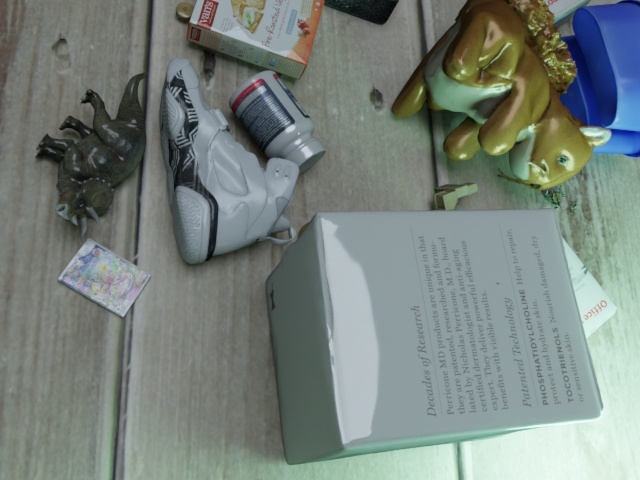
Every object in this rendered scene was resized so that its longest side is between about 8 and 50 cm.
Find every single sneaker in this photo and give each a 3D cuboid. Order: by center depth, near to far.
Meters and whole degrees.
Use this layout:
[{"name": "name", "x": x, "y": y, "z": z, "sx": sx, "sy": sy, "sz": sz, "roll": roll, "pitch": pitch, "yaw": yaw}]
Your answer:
[{"name": "sneaker", "x": -0.162, "y": -0.145, "z": 1.287, "sx": 0.210, "sy": 0.137, "sz": 0.365, "roll": -5, "pitch": 77, "yaw": -20}]

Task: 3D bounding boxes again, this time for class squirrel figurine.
[{"name": "squirrel figurine", "x": 0.402, "y": -0.304, "z": 1.454, "sx": 0.370, "sy": 0.281, "sz": 0.397, "roll": 35, "pitch": 66, "yaw": -9}]

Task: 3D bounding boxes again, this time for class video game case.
[{"name": "video game case", "x": -0.354, "y": 0.061, "z": 1.211, "sx": 0.122, "sy": 0.011, "sz": 0.087, "roll": 31, "pitch": 64, "yaw": -4}]

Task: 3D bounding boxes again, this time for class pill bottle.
[{"name": "pill bottle", "x": -0.075, "y": -0.210, "z": 1.350, "sx": 0.108, "sy": 0.108, "sz": 0.180, "roll": -33, "pitch": 83, "yaw": -25}]

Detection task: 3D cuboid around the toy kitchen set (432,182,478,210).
[{"name": "toy kitchen set", "x": 0.259, "y": -0.069, "z": 1.442, "sx": 0.083, "sy": 0.068, "sz": 0.075, "roll": -21, "pitch": 105, "yaw": -23}]

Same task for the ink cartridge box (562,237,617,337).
[{"name": "ink cartridge box", "x": 0.412, "y": 0.089, "z": 1.392, "sx": 0.172, "sy": 0.100, "sz": 0.237, "roll": -32, "pitch": 81, "yaw": -25}]

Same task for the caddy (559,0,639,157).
[{"name": "caddy", "x": 0.622, "y": -0.338, "z": 1.548, "sx": 0.179, "sy": 0.241, "sz": 0.341, "roll": -5, "pitch": 72, "yaw": -12}]

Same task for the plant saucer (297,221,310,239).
[{"name": "plant saucer", "x": 0.000, "y": 0.000, "z": 1.344, "sx": 0.084, "sy": 0.015, "sz": 0.083, "roll": 6, "pitch": 68, "yaw": -16}]

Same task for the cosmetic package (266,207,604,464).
[{"name": "cosmetic package", "x": 0.150, "y": 0.156, "z": 1.158, "sx": 0.394, "sy": 0.329, "sz": 0.327, "roll": -2, "pitch": 71, "yaw": -17}]

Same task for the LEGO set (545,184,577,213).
[{"name": "LEGO set", "x": 0.495, "y": -0.082, "z": 1.532, "sx": 0.083, "sy": 0.023, "sz": 0.054, "roll": 44, "pitch": 65, "yaw": -12}]

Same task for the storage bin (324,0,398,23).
[{"name": "storage bin", "x": 0.078, "y": -0.547, "z": 1.540, "sx": 0.180, "sy": 0.084, "sz": 0.122, "roll": 16, "pitch": 66, "yaw": -12}]

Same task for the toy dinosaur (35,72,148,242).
[{"name": "toy dinosaur", "x": -0.373, "y": -0.150, "z": 1.247, "sx": 0.160, "sy": 0.121, "sz": 0.313, "roll": 39, "pitch": 58, "yaw": -13}]

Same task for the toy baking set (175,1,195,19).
[{"name": "toy baking set", "x": -0.171, "y": -0.461, "z": 1.462, "sx": 0.256, "sy": 0.030, "sz": 0.196, "roll": 13, "pitch": 69, "yaw": -12}]

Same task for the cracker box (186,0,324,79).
[{"name": "cracker box", "x": -0.123, "y": -0.423, "z": 1.410, "sx": 0.232, "sy": 0.067, "sz": 0.155, "roll": 17, "pitch": 69, "yaw": -10}]

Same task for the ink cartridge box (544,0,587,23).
[{"name": "ink cartridge box", "x": 0.454, "y": -0.601, "z": 1.660, "sx": 0.207, "sy": 0.117, "sz": 0.283, "roll": -33, "pitch": 82, "yaw": -26}]
